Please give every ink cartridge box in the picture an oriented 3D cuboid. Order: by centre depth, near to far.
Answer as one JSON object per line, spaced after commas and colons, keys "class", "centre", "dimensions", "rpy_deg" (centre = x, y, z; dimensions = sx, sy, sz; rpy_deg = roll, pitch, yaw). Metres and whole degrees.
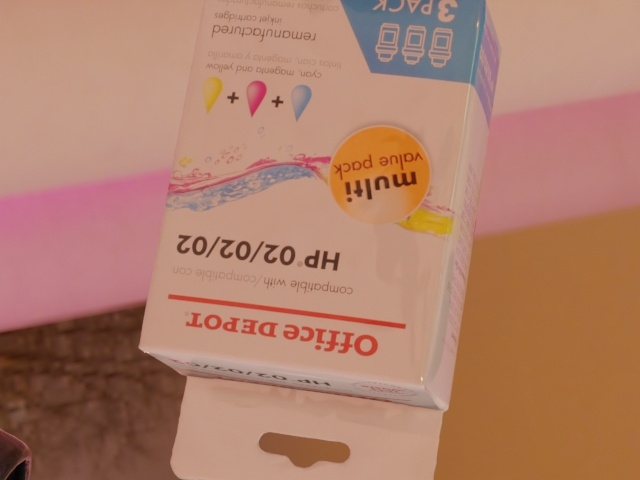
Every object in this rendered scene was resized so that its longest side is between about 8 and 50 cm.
{"class": "ink cartridge box", "centre": [0.000, 0.000, 0.595], "dimensions": [0.061, 0.104, 0.181], "rpy_deg": [50, 48, -72]}

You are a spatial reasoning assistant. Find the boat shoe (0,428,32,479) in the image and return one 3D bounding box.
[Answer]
{"class": "boat shoe", "centre": [-0.308, 0.322, 1.254], "dimensions": [0.187, 0.156, 0.500], "rpy_deg": [-55, 160, -58]}
